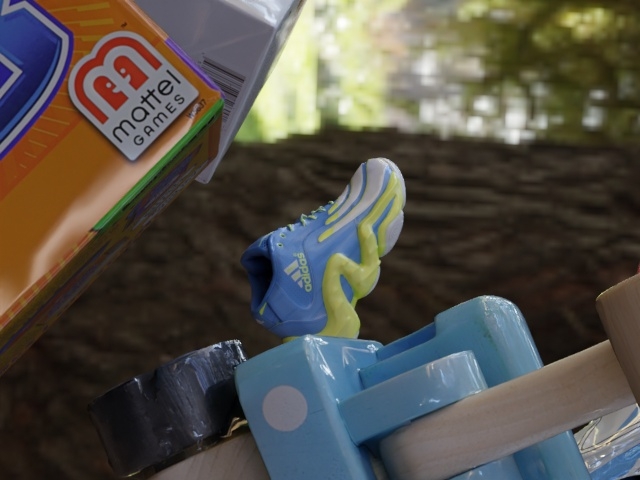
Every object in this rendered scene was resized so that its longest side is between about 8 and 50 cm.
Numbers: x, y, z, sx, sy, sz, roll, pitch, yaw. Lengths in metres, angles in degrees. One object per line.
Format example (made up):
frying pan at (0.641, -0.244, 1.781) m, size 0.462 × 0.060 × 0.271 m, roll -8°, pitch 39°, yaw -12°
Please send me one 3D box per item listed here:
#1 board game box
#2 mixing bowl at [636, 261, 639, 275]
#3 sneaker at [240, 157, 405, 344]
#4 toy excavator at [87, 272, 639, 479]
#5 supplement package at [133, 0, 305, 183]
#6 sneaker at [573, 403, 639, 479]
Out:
board game box at (-0.309, -0.068, 1.103) m, size 0.356 × 0.356 × 0.356 m, roll -46°, pitch -179°, yaw -5°
mixing bowl at (0.287, 0.059, 1.073) m, size 0.098 × 0.181 × 0.181 m, roll 75°, pitch 15°, yaw -50°
sneaker at (0.000, 0.000, 1.685) m, size 0.091 × 0.126 × 0.240 m, roll -35°, pitch -148°, yaw 51°
toy excavator at (0.095, 0.110, 1.038) m, size 0.222 × 0.445 × 0.433 m, roll 66°, pitch 10°, yaw 10°
supplement package at (-0.117, -0.218, 1.653) m, size 0.293 × 0.175 × 0.177 m, roll -67°, pitch -177°, yaw -60°
sneaker at (0.258, 0.151, 1.400) m, size 0.237 × 0.086 × 0.085 m, roll -41°, pitch 172°, yaw -20°
